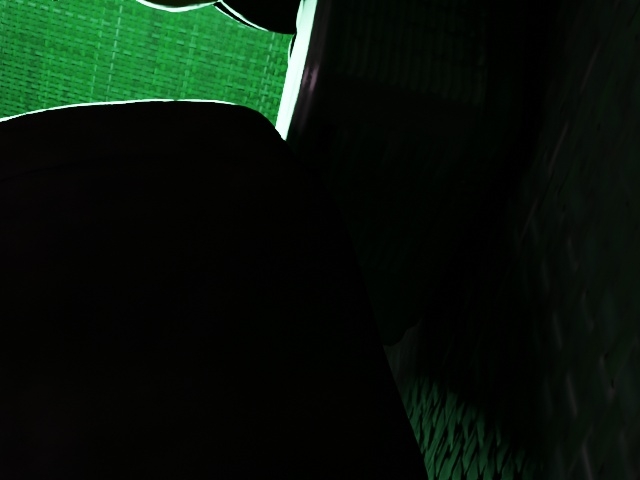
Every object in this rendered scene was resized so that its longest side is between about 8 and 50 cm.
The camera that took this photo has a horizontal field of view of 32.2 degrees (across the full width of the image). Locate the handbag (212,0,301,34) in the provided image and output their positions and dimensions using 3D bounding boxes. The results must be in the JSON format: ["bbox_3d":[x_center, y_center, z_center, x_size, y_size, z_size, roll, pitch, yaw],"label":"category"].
[{"bbox_3d":[-0.011,-0.327,0.960,0.093,0.253,0.308,44,127,44],"label":"handbag"}]

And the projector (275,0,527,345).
[{"bbox_3d":[0.036,-0.096,0.561,0.192,0.099,0.257,111,170,-52],"label":"projector"}]

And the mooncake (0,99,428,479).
[{"bbox_3d":[-0.074,0.096,0.435,0.306,0.154,0.306,173,90,-75],"label":"mooncake"}]

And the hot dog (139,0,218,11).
[{"bbox_3d":[-0.038,-0.211,0.520,0.326,0.107,0.194,-78,3,-46],"label":"hot dog"}]
